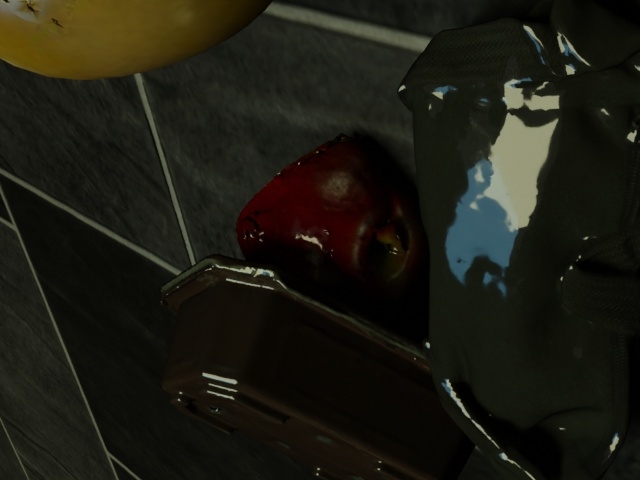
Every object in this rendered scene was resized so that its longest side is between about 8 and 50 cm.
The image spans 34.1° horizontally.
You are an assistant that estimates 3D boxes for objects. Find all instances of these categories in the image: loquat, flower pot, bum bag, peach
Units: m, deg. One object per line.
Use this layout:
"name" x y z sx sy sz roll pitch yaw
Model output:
"loquat" -0.113 -0.200 0.558 0.235 0.235 0.235 36 145 31
"flower pot" -0.001 0.111 0.727 0.251 0.084 0.179 28 157 -17
"bum bag" 0.115 0.011 0.585 0.142 0.080 0.326 19 127 34
"peach" -0.005 0.002 0.739 0.172 0.092 0.127 -7 115 55
